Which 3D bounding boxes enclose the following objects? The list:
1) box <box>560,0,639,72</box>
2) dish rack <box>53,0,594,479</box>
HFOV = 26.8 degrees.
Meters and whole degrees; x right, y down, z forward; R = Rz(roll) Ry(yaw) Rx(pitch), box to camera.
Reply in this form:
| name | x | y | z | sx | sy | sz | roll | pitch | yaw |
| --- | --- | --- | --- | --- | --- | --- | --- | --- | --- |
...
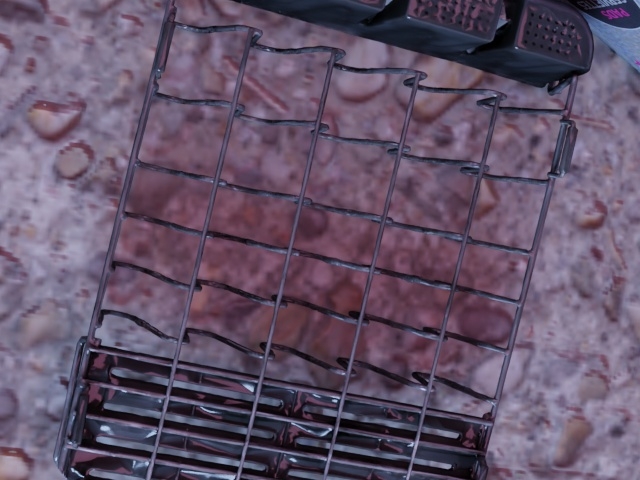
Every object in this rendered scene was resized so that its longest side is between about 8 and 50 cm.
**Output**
| name | x | y | z | sx | sy | sz | roll | pitch | yaw |
| --- | --- | --- | --- | --- | --- | --- | --- | --- | --- |
| box | 0.182 | -0.169 | 0.528 | 0.142 | 0.247 | 0.163 | 36 | 84 | -14 |
| dish rack | 0.000 | 0.000 | 0.580 | 0.208 | 0.074 | 0.271 | 13 | 91 | -15 |
